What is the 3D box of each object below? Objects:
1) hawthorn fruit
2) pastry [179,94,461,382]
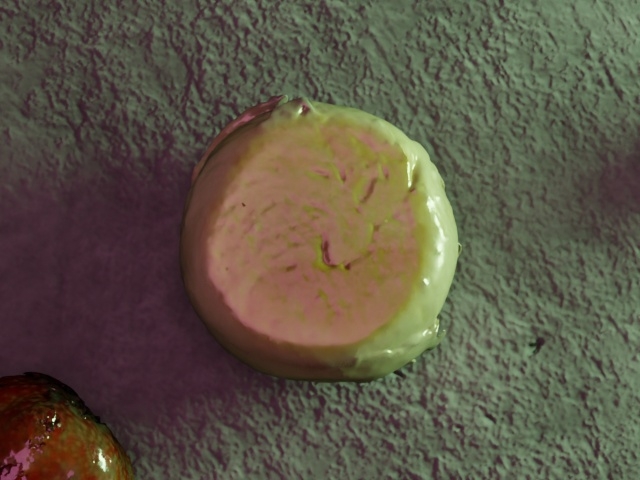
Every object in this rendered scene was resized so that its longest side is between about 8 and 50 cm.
[{"bbox_3d":[-0.268,0.228,1.497,0.181,0.181,0.235,35,82,6],"label":"hawthorn fruit"},{"bbox_3d":[0.000,0.002,1.556,0.265,0.133,0.264,0,80,-1],"label":"pastry"}]
